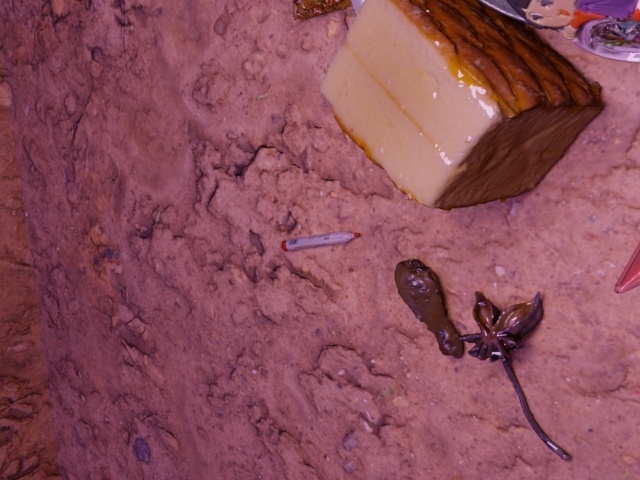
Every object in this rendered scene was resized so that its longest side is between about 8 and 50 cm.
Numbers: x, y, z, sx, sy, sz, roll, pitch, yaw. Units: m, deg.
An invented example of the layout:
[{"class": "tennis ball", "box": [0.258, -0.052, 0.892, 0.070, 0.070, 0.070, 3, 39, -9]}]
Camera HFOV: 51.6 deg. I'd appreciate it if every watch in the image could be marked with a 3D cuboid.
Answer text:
[{"class": "watch", "box": [0.335, -0.333, 0.708, 0.244, 0.196, 0.231, 19, 91, 12]}]

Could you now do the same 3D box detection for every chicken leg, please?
[{"class": "chicken leg", "box": [0.194, 0.121, 1.166, 0.085, 0.069, 0.197, -32, 85, 46]}]

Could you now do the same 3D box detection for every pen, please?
[{"class": "pen", "box": [0.000, 0.000, 1.352, 0.218, 0.026, 0.026, -9, 94, 45]}]

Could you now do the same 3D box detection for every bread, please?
[{"class": "bread", "box": [0.193, -0.201, 0.927, 0.279, 0.279, 0.207, 52, 132, 21]}]

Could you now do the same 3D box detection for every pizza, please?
[{"class": "pizza", "box": [0.006, -0.472, 1.205, 0.134, 0.046, 0.175, 41, 126, 30]}]

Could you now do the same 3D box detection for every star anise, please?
[{"class": "star anise", "box": [0.339, 0.209, 1.080, 0.148, 0.218, 0.227, -28, 124, 16]}]

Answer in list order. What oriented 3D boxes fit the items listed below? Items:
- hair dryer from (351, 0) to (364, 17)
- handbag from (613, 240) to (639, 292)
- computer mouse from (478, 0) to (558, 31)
[{"class": "hair dryer", "box": [0.064, -0.402, 1.121, 0.173, 0.107, 0.357, -19, 100, 22]}, {"class": "handbag", "box": [0.438, -0.009, 0.784, 0.059, 0.213, 0.157, 34, 122, 34]}, {"class": "computer mouse", "box": [0.346, -0.356, 0.858, 0.389, 0.115, 0.199, 25, 104, 16]}]
